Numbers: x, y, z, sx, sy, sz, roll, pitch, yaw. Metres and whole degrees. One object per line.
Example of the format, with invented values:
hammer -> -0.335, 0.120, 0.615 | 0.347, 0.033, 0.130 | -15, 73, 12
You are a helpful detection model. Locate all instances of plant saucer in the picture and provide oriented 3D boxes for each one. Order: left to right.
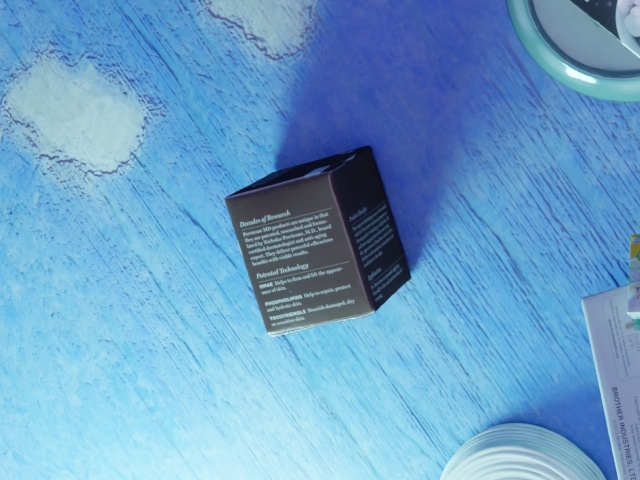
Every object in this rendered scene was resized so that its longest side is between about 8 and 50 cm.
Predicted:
plant saucer -> 0.379, -0.326, 1.732 | 0.317, 0.043, 0.318 | 6, 106, 21

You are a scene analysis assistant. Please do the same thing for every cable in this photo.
cable -> 0.281, 0.389, 1.945 | 0.257, 0.089, 0.257 | -42, 87, 26

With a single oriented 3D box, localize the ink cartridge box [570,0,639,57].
ink cartridge box -> 0.387, -0.355, 1.673 | 0.208, 0.045, 0.206 | 41, 116, 8

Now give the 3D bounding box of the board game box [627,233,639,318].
board game box -> 0.450, 0.039, 1.679 | 0.154, 0.026, 0.103 | -6, 67, 32

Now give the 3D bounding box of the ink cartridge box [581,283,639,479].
ink cartridge box -> 0.545, 0.153, 1.679 | 0.395, 0.151, 0.270 | -21, 62, 27

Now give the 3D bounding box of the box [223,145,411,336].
box -> 0.000, 0.000, 1.904 | 0.167, 0.168, 0.203 | -14, 99, 25
